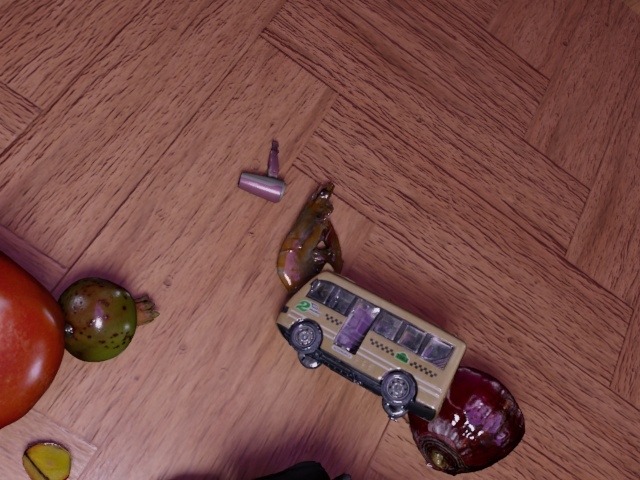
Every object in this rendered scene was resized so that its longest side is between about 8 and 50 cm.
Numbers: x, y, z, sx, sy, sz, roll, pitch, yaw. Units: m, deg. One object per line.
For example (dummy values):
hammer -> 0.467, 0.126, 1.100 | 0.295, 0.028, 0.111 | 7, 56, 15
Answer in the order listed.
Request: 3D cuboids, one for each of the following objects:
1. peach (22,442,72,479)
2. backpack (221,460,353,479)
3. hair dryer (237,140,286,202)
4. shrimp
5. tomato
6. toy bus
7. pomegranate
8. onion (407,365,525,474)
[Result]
peach -> -0.492, 0.404, 1.145 | 0.083, 0.050, 0.077 | 18, 43, -24
backpack -> 0.006, 0.515, 1.074 | 0.363, 0.445, 0.255 | 11, 72, 31
hair dryer -> -0.123, -0.166, 1.488 | 0.106, 0.054, 0.154 | 21, 56, -9
shrimp -> 0.000, 0.000, 1.462 | 0.152, 0.063, 0.287 | 29, 68, -12
tomato -> -0.577, 0.152, 1.039 | 0.293, 0.325, 0.290 | -50, 138, -9
toy bus -> 0.100, 0.210, 1.307 | 0.365, 0.177, 0.202 | 27, 71, 15
pomegranate -> -0.405, 0.145, 1.218 | 0.205, 0.159, 0.159 | -6, 73, -52
onion -> 0.313, 0.369, 1.383 | 0.216, 0.207, 0.206 | -38, 91, -33
